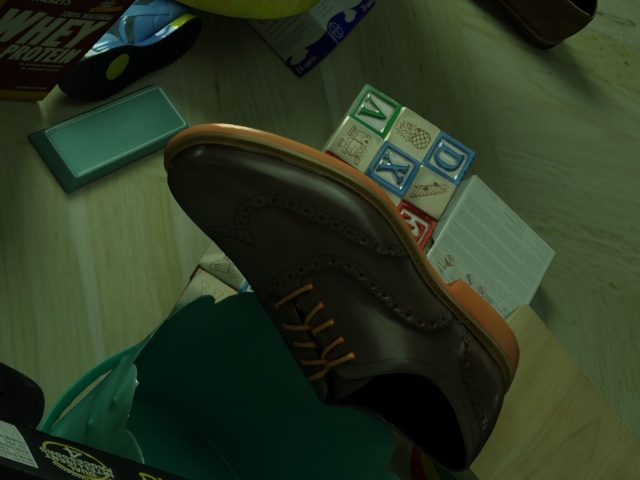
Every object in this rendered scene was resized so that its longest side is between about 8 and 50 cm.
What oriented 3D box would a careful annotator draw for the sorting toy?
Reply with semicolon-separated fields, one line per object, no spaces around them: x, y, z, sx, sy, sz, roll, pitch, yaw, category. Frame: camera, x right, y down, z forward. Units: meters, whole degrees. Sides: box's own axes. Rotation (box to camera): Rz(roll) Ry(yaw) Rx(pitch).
0.216;0.237;1.601;0.255;0.089;0.257;51;38;-1;sorting toy

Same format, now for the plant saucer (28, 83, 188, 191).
-0.200;-0.106;1.502;0.067;0.018;0.192;55;37;2;plant saucer

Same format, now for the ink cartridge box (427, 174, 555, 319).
0.182;0.035;1.779;0.145;0.045;0.179;43;57;-13;ink cartridge box

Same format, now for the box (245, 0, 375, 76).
-0.023;-0.281;1.772;0.137;0.072;0.126;46;38;-7;box

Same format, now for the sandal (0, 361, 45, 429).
-0.323;0.106;1.182;0.254;0.054;0.097;23;47;-32;sandal

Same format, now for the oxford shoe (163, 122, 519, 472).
0.016;0.046;1.225;0.363;0.130;0.133;38;46;-18;oxford shoe

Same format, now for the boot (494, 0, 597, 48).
0.250;-0.385;2.082;0.305;0.115;0.112;34;67;-18;boot

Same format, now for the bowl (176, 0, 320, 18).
-0.099;-0.383;1.633;0.289;0.156;0.289;15;38;-12;bowl

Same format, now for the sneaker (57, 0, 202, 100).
-0.208;-0.202;1.538;0.082;0.069;0.209;39;39;12;sneaker

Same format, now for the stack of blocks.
0.000;0.000;1.447;0.171;0.087;0.297;33;66;-3;stack of blocks

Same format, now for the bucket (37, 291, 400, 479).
-0.091;0.198;1.244;0.281;0.183;0.281;27;44;-29;bucket

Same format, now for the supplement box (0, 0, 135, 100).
-0.285;-0.260;1.393;0.129;0.191;0.194;-2;62;-46;supplement box

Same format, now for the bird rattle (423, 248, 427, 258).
0.066;0.001;1.610;0.207;0.143;0.253;8;57;-62;bird rattle

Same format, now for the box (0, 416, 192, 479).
-0.173;0.296;1.000;0.395;0.318;0.097;25;7;-31;box
